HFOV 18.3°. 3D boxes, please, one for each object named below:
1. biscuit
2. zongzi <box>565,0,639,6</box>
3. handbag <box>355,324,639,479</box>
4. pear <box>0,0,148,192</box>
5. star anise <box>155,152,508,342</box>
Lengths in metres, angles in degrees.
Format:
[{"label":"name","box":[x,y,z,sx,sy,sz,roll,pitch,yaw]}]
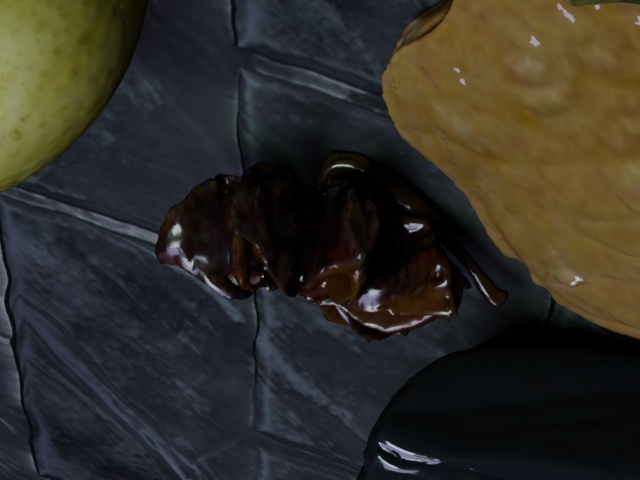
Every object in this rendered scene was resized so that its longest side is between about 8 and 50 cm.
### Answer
[{"label":"biscuit","box":[0.238,-0.054,1.251,0.365,0.062,0.385,46,142,-20]},{"label":"zongzi","box":[0.123,-0.220,1.039,0.204,0.094,0.205,31,143,50]},{"label":"handbag","box":[0.137,0.182,1.523,0.275,0.178,0.302,13,146,-1]},{"label":"pear","box":[-0.281,-0.186,1.232,0.348,0.348,0.348,20,144,15]},{"label":"star anise","box":[0.000,0.000,1.449,0.190,0.126,0.220,-11,156,44]}]
